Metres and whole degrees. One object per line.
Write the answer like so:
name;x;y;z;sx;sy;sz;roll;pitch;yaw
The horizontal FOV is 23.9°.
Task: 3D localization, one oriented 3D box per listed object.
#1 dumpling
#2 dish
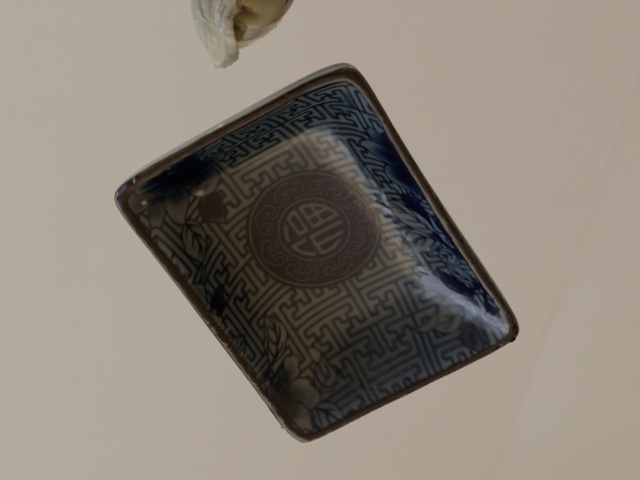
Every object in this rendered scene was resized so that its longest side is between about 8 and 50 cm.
dumpling;-0.093;-0.278;1.758;0.118;0.136;0.199;14;-42;-7
dish;0.000;0.000;1.016;0.182;0.080;0.243;-28;-62;13
